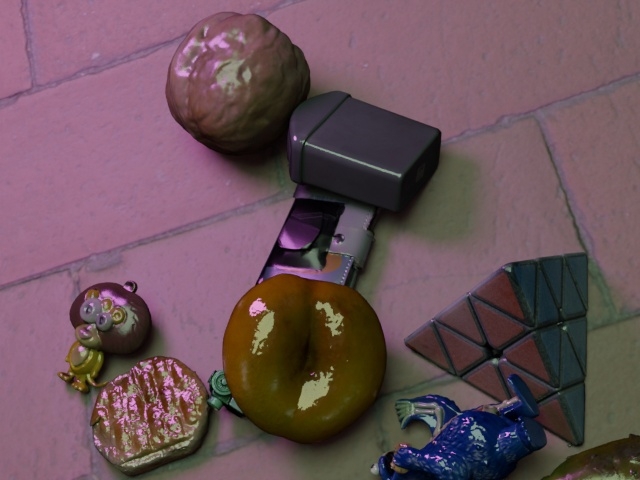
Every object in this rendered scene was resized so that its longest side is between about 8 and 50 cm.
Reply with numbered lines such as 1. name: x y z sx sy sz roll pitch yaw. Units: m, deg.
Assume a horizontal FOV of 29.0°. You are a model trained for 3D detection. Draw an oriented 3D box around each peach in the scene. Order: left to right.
1. peach: -0.025 0.173 1.817 0.251 0.153 0.251 3 73 -11

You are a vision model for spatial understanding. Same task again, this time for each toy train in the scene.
1. toy train: -0.104 0.197 1.900 0.099 0.070 0.172 33 73 0

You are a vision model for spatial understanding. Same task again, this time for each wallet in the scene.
1. wallet: 0.000 0.000 1.987 0.170 0.069 0.231 11 64 26

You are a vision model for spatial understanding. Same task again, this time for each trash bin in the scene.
1. trash bin: 0.059 -0.148 2.008 0.236 0.101 0.176 20 42 21

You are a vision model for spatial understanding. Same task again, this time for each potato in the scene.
1. potato: 0.403 0.324 1.679 0.226 0.090 0.117 -13 21 2

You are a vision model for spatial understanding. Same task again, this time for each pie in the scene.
1. pie: -0.265 0.267 1.923 0.195 0.046 0.195 -6 62 11

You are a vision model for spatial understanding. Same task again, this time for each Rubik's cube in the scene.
1. Rubik's cube: 0.287 0.128 1.797 0.228 0.229 0.233 -119 49 -67

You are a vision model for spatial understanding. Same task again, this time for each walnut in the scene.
1. walnut: -0.144 -0.259 2.075 0.248 0.248 0.248 -6 60 12

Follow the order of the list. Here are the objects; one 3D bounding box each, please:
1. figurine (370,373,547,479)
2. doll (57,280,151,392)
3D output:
1. figurine: 0.197 0.294 1.746 0.262 0.120 0.164 -19 29 32
2. doll: -0.345 0.153 1.983 0.145 0.096 0.188 4 73 25
